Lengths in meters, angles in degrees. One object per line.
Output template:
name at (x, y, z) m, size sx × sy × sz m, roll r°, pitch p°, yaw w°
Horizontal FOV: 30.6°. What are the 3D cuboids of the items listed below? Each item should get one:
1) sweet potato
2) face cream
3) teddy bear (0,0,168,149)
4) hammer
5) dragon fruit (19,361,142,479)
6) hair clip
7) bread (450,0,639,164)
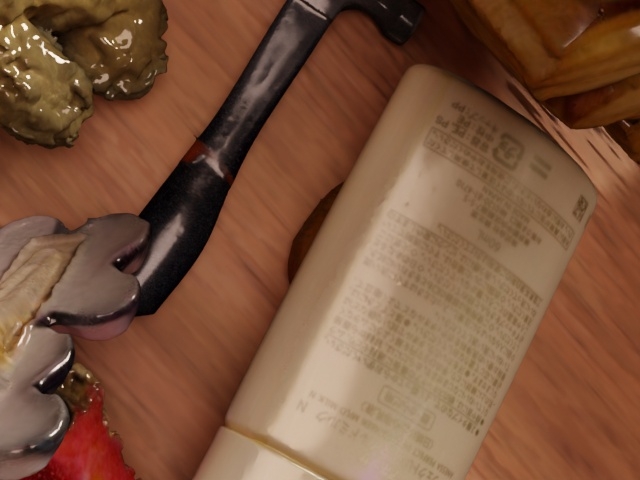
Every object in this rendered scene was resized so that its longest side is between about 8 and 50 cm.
sweet potato at (0.000, 0.000, 0.769) m, size 0.034 × 0.034 × 0.095 m, roll 24°, pitch 77°, yaw -10°
face cream at (0.046, 0.077, 0.740) m, size 0.173 × 0.081 × 0.348 m, roll 33°, pitch 78°, yaw -26°
teddy bear at (-0.240, -0.119, 0.667) m, size 0.267 × 0.156 × 0.256 m, roll 35°, pitch 79°, yaw -9°
hammer at (-0.060, -0.078, 0.761) m, size 0.137 × 0.037 × 0.290 m, roll 35°, pitch 77°, yaw -8°
dragon fruit at (-0.178, 0.176, 0.660) m, size 0.134 × 0.262 × 0.211 m, roll -5°, pitch 56°, yaw 27°
hair clip at (-0.176, 0.050, 0.624) m, size 0.146 × 0.257 × 0.075 m, roll -8°, pitch 111°, yaw 16°
bread at (0.221, -0.215, 0.717) m, size 0.370 × 0.191 × 0.314 m, roll -25°, pitch 55°, yaw -7°
